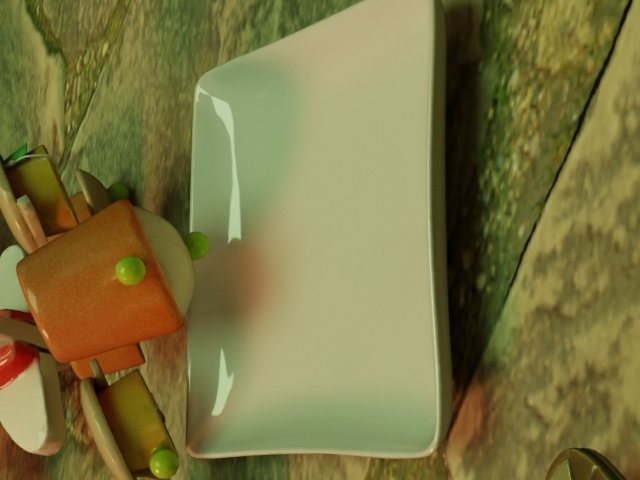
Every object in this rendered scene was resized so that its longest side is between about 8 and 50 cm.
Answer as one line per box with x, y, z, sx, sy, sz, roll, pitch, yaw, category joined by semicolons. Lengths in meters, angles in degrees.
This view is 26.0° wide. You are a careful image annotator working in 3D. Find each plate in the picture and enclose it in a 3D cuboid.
0.000;0.000;0.890;0.277;0.045;0.278;-13;74;55;plate

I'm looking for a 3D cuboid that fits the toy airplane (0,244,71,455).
-0.392;0.151;1.226;0.386;0.272;0.384;29;107;53;toy airplane

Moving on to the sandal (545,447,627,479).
0.166;0.170;0.629;0.180;0.049;0.072;48;129;30;sandal

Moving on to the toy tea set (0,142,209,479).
-0.150;0.017;1.028;0.336;0.124;0.200;-123;12;-52;toy tea set
